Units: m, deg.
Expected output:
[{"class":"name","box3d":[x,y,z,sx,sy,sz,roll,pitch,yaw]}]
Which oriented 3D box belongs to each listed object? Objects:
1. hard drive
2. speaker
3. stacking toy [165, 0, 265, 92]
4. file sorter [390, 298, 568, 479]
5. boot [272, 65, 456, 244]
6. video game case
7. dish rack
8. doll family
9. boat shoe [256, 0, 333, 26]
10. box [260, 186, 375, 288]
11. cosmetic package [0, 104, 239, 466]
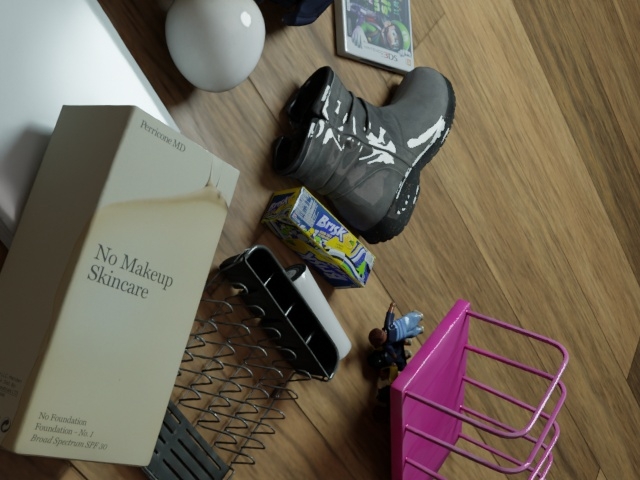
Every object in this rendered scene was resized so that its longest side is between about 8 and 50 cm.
[{"class":"hard drive","box3d":[-0.314,-0.194,0.706,0.233,0.047,0.353,-49,119,-38]},{"class":"speaker","box3d":[-0.011,0.101,0.968,0.055,0.055,0.136,-47,116,-39]},{"class":"stacking toy","box3d":[-0.126,-0.412,0.812,0.350,0.350,0.480,-18,116,-45]},{"class":"file sorter","box3d":[0.226,0.277,1.020,0.202,0.182,0.291,-41,139,-40]},{"class":"boot","box3d":[0.073,-0.184,1.059,0.222,0.118,0.338,40,54,-29]},{"class":"video game case","box3d":[0.087,-0.374,1.159,0.173,0.022,0.190,2,83,-46]},{"class":"dish rack","box3d":[-0.109,0.164,0.847,0.208,0.074,0.271,56,50,-23]},{"class":"doll family","box3d":[0.111,0.188,1.073,0.111,0.076,0.193,-10,86,-42]},{"class":"boat shoe","box3d":[0.014,-0.413,1.024,0.127,0.158,0.340,40,35,-1]},{"class":"box","box3d":[0.000,0.000,0.990,0.169,0.059,0.054,44,57,-33]},{"class":"cosmetic package","box3d":[-0.206,0.043,0.692,0.160,0.113,0.310,29,73,-52]}]
